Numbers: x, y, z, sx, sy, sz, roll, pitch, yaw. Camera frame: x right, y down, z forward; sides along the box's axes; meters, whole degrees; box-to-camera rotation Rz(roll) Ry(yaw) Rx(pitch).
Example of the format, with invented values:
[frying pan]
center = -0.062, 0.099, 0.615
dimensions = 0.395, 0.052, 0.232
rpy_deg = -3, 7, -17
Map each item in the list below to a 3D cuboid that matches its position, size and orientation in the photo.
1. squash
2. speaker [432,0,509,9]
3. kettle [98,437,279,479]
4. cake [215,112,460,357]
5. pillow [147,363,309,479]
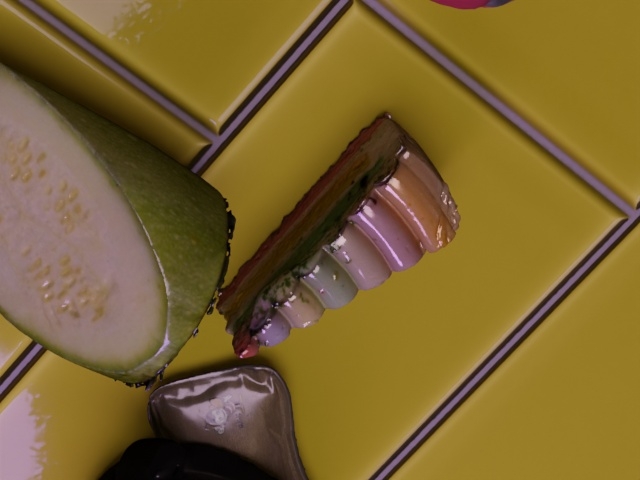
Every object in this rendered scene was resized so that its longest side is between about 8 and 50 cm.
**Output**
[squash]
center = -0.217, -0.016, 1.379
dimensions = 0.260, 0.189, 0.189
rpy_deg = 28, 109, -27
[speaker]
center = 0.137, -0.297, 1.242
dimensions = 0.294, 0.294, 0.294
rpy_deg = -4, 118, -8
[kettle]
center = -0.114, 0.314, 1.495
dimensions = 0.207, 0.271, 0.251
rpy_deg = 22, 122, -9
[cake]
center = 0.015, 0.012, 1.479
dimensions = 0.090, 0.109, 0.225
rpy_deg = 37, 105, -25
[pillow]
center = -0.070, 0.203, 1.605
dimensions = 0.130, 0.033, 0.217
rpy_deg = -12, 120, 2
